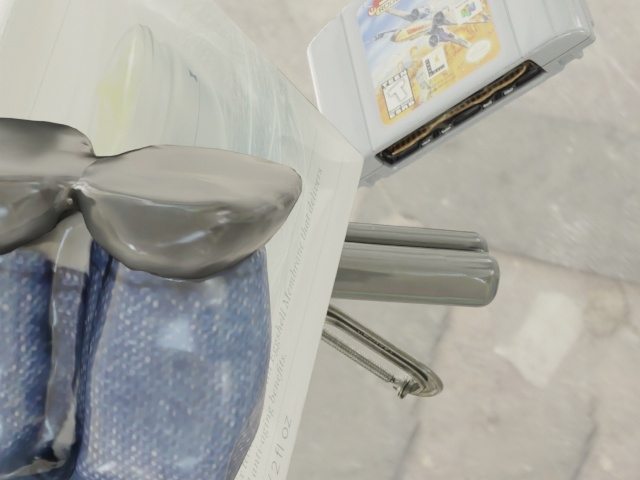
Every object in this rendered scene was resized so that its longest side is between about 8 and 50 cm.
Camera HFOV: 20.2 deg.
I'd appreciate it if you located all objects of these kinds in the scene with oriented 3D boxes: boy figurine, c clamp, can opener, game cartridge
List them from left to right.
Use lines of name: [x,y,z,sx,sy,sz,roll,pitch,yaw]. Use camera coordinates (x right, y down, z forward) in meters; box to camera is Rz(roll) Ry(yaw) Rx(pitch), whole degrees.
boy figurine: [-0.082,0.111,0.483,0.177,0.092,0.285,11,104,4]
can opener: [0.000,0.000,1.356,0.074,0.280,0.093,-105,27,-61]
c clamp: [0.032,0.091,1.529,0.161,0.137,0.022,32,70,6]
game cartridge: [0.115,-0.193,1.737,0.297,0.062,0.198,-32,54,26]

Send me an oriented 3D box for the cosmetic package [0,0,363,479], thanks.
cosmetic package: [-0.113,0.007,0.724,0.138,0.225,0.224,-7,56,35]
